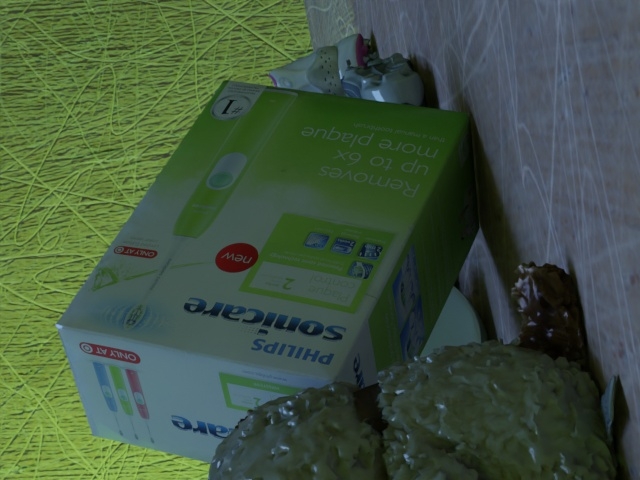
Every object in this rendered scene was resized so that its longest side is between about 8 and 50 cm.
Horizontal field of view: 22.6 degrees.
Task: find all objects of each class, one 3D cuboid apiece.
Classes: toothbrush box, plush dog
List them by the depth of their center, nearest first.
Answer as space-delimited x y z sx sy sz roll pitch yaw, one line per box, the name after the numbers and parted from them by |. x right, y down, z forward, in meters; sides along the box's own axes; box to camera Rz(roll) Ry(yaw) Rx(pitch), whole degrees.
0.045 0.133 0.901 0.262 0.225 0.211 -106 5 -76 | plush dog
-0.026 0.023 1.155 0.122 0.206 0.283 79 -151 -42 | toothbrush box

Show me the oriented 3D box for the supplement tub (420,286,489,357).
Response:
0.070 0.110 1.366 0.200 0.144 0.144 82 177 -72 | supplement tub

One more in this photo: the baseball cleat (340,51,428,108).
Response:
0.064 -0.115 1.471 0.206 0.072 0.109 -89 -17 -79 | baseball cleat

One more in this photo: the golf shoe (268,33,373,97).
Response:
0.003 -0.179 2.033 0.306 0.140 0.115 80 178 -77 | golf shoe
